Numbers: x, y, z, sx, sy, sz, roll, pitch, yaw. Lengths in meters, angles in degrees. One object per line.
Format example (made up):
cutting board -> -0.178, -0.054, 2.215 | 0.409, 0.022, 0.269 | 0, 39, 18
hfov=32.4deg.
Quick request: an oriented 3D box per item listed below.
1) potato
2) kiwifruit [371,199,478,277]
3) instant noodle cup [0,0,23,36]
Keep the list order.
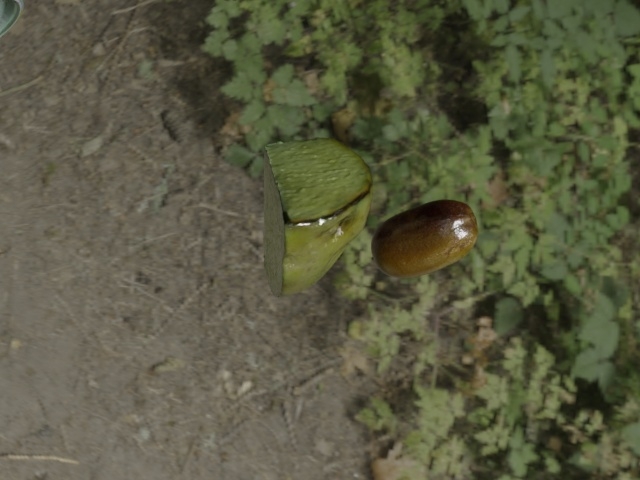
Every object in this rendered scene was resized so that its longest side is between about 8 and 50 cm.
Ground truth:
potato -> 0.000, 0.000, 0.877 | 0.081, 0.149, 0.120 | -4, 119, -8
kiwifruit -> 0.114, -0.001, 1.219 | 0.125, 0.075, 0.075 | -22, 106, 13
instant noodle cup -> -0.550, -0.368, 1.529 | 0.264, 0.264, 0.200 | -32, 88, -28
